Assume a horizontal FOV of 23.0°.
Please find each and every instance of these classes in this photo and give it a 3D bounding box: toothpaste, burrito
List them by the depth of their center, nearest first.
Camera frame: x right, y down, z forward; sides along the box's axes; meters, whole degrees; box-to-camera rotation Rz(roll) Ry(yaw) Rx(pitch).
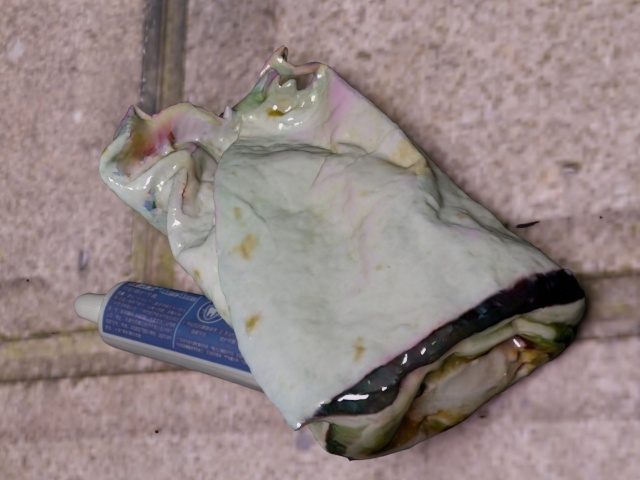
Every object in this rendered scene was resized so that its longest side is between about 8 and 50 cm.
[{"bbox_3d":[0.000,0.000,0.738,0.144,0.089,0.229,-27,49,-18],"label":"burrito"},{"bbox_3d":[-0.045,0.051,0.787,0.197,0.035,0.057,12,68,29],"label":"toothpaste"}]
